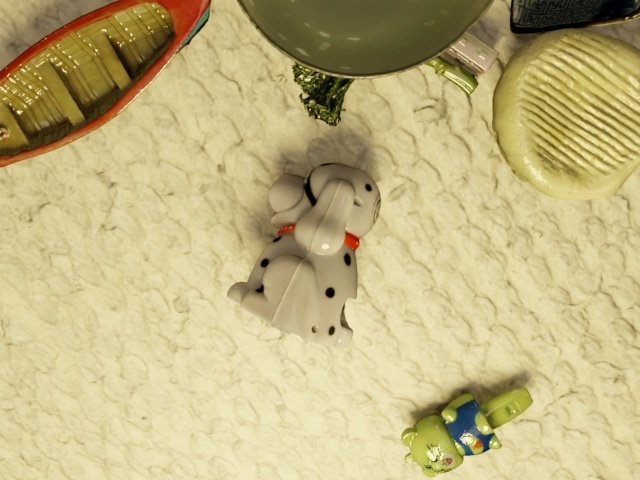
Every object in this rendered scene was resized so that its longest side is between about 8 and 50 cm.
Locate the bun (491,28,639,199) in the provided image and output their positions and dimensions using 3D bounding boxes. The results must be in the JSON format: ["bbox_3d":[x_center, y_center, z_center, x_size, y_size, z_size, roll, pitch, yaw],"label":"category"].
[{"bbox_3d":[0.332,-0.164,0.715,0.230,0.133,0.231,0,96,0],"label":"bun"}]

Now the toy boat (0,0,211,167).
[{"bbox_3d":[-0.309,-0.233,0.732,0.391,0.079,0.136,-29,99,7],"label":"toy boat"}]

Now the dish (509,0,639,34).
[{"bbox_3d":[0.348,-0.396,0.675,0.080,0.181,0.244,-12,107,-36],"label":"dish"}]

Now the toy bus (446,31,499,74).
[{"bbox_3d":[0.183,-0.279,0.732,0.130,0.052,0.037,32,103,-6],"label":"toy bus"}]

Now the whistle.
[{"bbox_3d":[0.234,0.302,0.844,0.227,0.085,0.105,-29,110,6],"label":"whistle"}]

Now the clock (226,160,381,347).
[{"bbox_3d":[-0.003,0.002,0.748,0.188,0.189,0.254,19,89,-4],"label":"clock"}]

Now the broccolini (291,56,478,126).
[{"bbox_3d":[0.090,-0.215,0.751,0.271,0.062,0.123,6,112,-4],"label":"broccolini"}]

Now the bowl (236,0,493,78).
[{"bbox_3d":[0.056,-0.362,0.654,0.336,0.157,0.338,1,98,5],"label":"bowl"}]
